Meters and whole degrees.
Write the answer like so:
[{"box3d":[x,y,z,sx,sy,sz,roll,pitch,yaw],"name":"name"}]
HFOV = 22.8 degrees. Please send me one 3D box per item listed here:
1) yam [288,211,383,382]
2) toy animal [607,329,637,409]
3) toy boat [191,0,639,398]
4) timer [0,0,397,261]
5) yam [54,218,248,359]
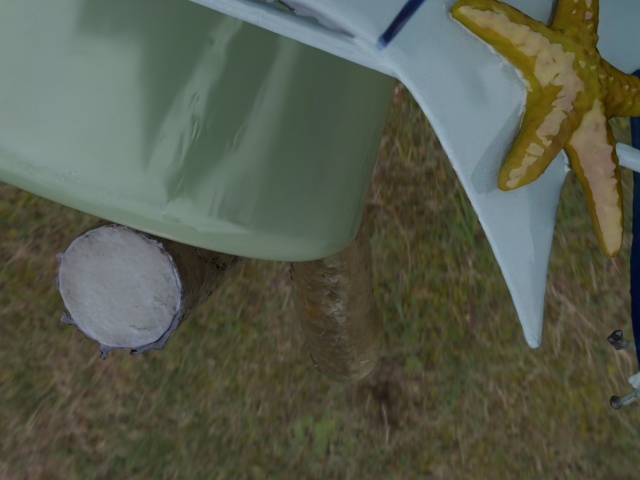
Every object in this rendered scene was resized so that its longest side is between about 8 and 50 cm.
[{"box3d":[0.000,0.000,1.256,0.081,0.081,0.357,-9,145,6],"name":"yam"},{"box3d":[0.397,0.086,1.615,0.217,0.176,0.073,-39,100,-32],"name":"toy animal"},{"box3d":[0.047,-0.062,0.456,0.291,0.067,0.221,16,66,-29],"name":"toy boat"},{"box3d":[-0.062,-0.190,0.658,0.290,0.291,0.315,23,101,-3],"name":"timer"},{"box3d":[-0.145,0.013,1.449,0.131,0.280,0.131,2,103,11],"name":"yam"}]
